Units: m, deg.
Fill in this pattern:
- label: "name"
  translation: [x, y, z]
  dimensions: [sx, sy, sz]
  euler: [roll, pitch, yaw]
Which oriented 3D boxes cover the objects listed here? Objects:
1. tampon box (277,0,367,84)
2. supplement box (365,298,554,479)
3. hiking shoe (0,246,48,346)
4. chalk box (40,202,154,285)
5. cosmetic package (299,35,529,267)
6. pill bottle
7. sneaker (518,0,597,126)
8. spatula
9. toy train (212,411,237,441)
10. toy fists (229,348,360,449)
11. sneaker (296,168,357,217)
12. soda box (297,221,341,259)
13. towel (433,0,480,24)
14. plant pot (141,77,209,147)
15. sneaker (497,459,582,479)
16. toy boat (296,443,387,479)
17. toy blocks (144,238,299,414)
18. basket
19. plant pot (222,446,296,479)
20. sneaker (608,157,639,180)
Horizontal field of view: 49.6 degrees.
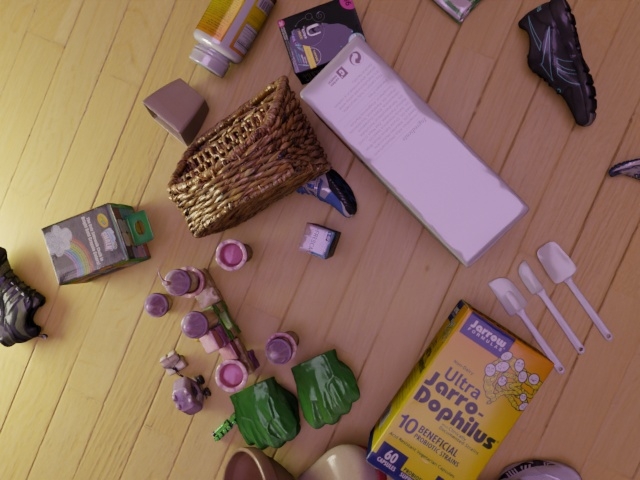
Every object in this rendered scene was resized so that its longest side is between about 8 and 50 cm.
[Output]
- label: "tampon box"
  translation: [0.010, -0.418, 1.450]
  dimensions: [0.161, 0.101, 0.120]
  euler: [-19, 89, 7]
- label: "supplement box"
  translation: [0.268, 0.322, 1.381]
  dimensions: [0.194, 0.195, 0.356]
  euler: [33, 94, 5]
- label: "hiking shoe"
  translation: [-0.678, 0.120, 1.560]
  dimensions: [0.114, 0.086, 0.226]
  euler: [-10, 95, -7]
- label: "chalk box"
  translation: [-0.461, 0.000, 1.499]
  dimensions: [0.213, 0.132, 0.132]
  euler: [-19, 87, 6]
- label: "cosmetic package"
  translation: [0.181, -0.166, 1.370]
  dimensions: [0.161, 0.230, 0.453]
  euler: [-45, 85, 6]
- label: "pill bottle"
  translation: [-0.189, -0.458, 1.466]
  dimensions: [0.117, 0.117, 0.215]
  euler: [32, 94, 6]
- label: "sneaker"
  translation: [0.487, -0.354, 1.411]
  dimensions: [0.106, 0.101, 0.267]
  euler: [-17, 89, 29]
- label: "spatula"
  translation: [0.487, 0.142, 1.441]
  dimensions: [0.168, 0.019, 0.242]
  euler: [-35, 86, 5]
- label: "toy train"
  translation: [-0.207, 0.410, 1.529]
  dimensions: [0.083, 0.017, 0.023]
  euler: [-43, 76, 6]
- label: "toy fists"
  translation: [-0.051, 0.345, 1.472]
  dimensions: [0.279, 0.096, 0.142]
  euler: [-25, 78, 8]
- label: "sneaker"
  translation: [-0.007, -0.122, 1.476]
  dimensions: [0.211, 0.080, 0.081]
  euler: [47, 108, 10]
- label: "soda box"
  translation: [0.000, 0.000, 1.415]
  dimensions: [0.063, 0.183, 0.058]
  euler: [20, 93, 5]
- label: "towel"
  translation: [0.314, -0.650, 1.444]
  dimensions: [0.248, 0.038, 0.325]
  euler: [43, 95, 5]
- label: "plant pot"
  translation: [-0.302, -0.282, 1.493]
  dimensions: [0.109, 0.109, 0.096]
  euler: [39, 82, 5]
- label: "sneaker"
  translation: [0.356, 0.556, 1.365]
  dimensions: [0.366, 0.210, 0.137]
  euler: [-20, 89, 7]
- label: "toy boat"
  translation: [0.060, 0.522, 1.443]
  dimensions: [0.231, 0.151, 0.151]
  euler: [-48, 46, 33]
- label: "toy blocks"
  translation: [-0.236, 0.186, 1.408]
  dimensions: [0.309, 0.260, 0.288]
  euler: [-29, 88, 6]
- label: "basket"
  translation: [-0.172, -0.166, 1.382]
  dimensions: [0.299, 0.213, 0.223]
  euler: [-28, 87, 29]
- label: "plant pot"
  translation: [-0.112, 0.549, 1.446]
  dimensions: [0.110, 0.237, 0.237]
  euler: [3, 91, -31]
- label: "sneaker"
  translation: [0.655, -0.139, 1.402]
  dimensions: [0.135, 0.052, 0.058]
  euler: [-12, 93, 7]
